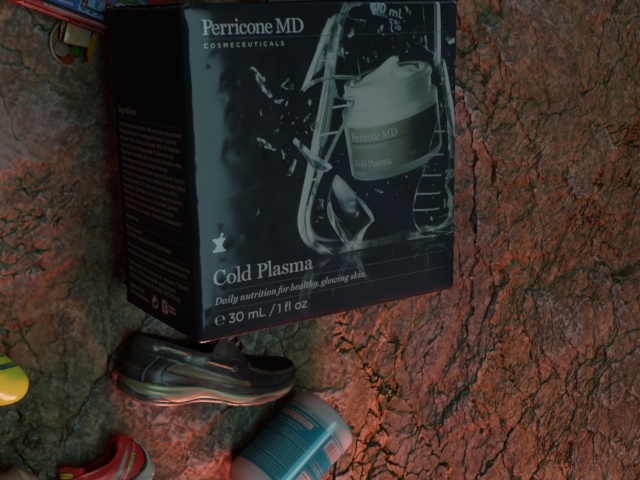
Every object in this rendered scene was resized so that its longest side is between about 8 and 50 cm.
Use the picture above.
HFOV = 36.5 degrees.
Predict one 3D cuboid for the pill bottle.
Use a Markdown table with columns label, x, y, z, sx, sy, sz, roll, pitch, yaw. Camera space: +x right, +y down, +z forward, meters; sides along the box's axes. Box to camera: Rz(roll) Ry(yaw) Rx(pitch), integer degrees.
| label | x | y | z | sx | sy | sz | roll | pitch | yaw |
| --- | --- | --- | --- | --- | --- | --- | --- | --- | --- |
| pill bottle | -0.072 | 0.424 | 1.844 | 0.264 | 0.146 | 0.146 | -44 | 124 | -23 |

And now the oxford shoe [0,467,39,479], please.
| label | x | y | z | sx | sy | sz | roll | pitch | yaw |
| --- | --- | --- | --- | --- | --- | --- | --- | --- | --- |
| oxford shoe | -0.536 | 0.574 | 1.488 | 0.130 | 0.169 | 0.449 | 12 | 85 | -43 |

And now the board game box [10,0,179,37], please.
| label | x | y | z | sx | sy | sz | roll | pitch | yaw |
| --- | --- | --- | --- | --- | --- | --- | --- | --- | --- |
| board game box | -0.341 | -0.393 | 1.490 | 0.281 | 0.027 | 0.145 | 14 | 75 | -40 |

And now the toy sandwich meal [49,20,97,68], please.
| label | x | y | z | sx | sy | sz | roll | pitch | yaw |
| --- | --- | --- | --- | --- | --- | --- | --- | --- | --- |
| toy sandwich meal | -0.378 | -0.308 | 1.499 | 0.085 | 0.029 | 0.086 | -10 | 106 | -38 |

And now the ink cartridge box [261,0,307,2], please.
| label | x | y | z | sx | sy | sz | roll | pitch | yaw |
| --- | --- | --- | --- | --- | --- | --- | --- | --- | --- |
| ink cartridge box | 0.024 | -0.496 | 1.717 | 0.332 | 0.065 | 0.165 | -10 | 76 | -38 |

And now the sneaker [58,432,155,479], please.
| label | x | y | z | sx | sy | sz | roll | pitch | yaw |
| --- | --- | --- | --- | --- | --- | --- | --- | --- | --- |
| sneaker | -0.410 | 0.433 | 1.619 | 0.279 | 0.107 | 0.118 | -43 | 105 | -28 |

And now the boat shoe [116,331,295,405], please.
| label | x | y | z | sx | sy | sz | roll | pitch | yaw |
| --- | --- | --- | --- | --- | --- | --- | --- | --- | --- |
| boat shoe | -0.184 | 0.215 | 1.714 | 0.355 | 0.132 | 0.130 | 4 | 98 | -41 |

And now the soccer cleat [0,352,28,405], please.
| label | x | y | z | sx | sy | sz | roll | pitch | yaw |
| --- | --- | --- | --- | --- | --- | --- | --- | --- | --- |
| soccer cleat | -0.544 | 0.179 | 1.414 | 0.289 | 0.121 | 0.093 | 39 | 75 | -38 |

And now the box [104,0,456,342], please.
| label | x | y | z | sx | sy | sz | roll | pitch | yaw |
| --- | --- | --- | --- | --- | --- | --- | --- | --- | --- |
| box | -0.054 | -0.137 | 1.533 | 0.479 | 0.297 | 0.472 | -10 | 105 | -32 |
